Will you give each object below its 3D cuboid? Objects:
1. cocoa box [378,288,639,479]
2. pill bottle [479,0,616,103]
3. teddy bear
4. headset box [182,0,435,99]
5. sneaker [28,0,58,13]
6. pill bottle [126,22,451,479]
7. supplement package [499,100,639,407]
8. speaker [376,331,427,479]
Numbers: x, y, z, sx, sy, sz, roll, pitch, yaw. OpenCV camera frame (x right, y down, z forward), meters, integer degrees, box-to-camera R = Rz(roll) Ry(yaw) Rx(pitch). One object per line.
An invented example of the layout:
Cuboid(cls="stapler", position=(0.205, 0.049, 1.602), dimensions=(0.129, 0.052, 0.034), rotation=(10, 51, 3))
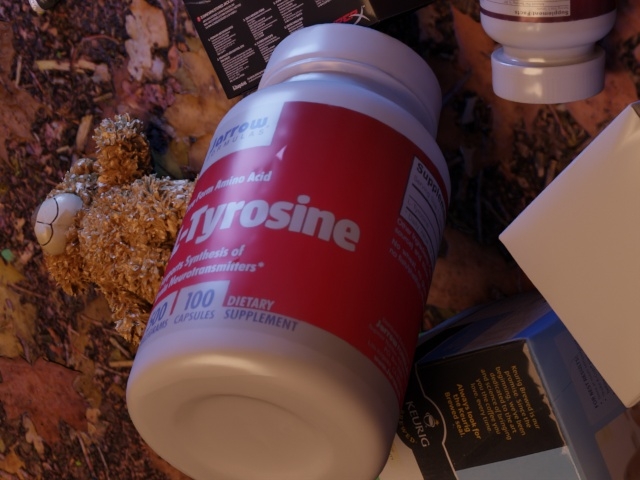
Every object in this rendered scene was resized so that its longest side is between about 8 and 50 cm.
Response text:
Cuboid(cls="cocoa box", position=(0.224, 0.229, 1.661), dimensions=(0.228, 0.231, 0.347), rotation=(-19, 95, 41))
Cuboid(cls="pill bottle", position=(0.199, -0.239, 1.566), dimensions=(0.121, 0.121, 0.221), rotation=(11, 114, 35))
Cuboid(cls="teddy bear", position=(-0.205, -0.005, 1.956), dimensions=(0.338, 0.113, 0.245), rotation=(30, 125, 37))
Cuboid(cls="headset box", position=(-0.049, -0.316, 1.739), dimensions=(0.218, 0.110, 0.293), rotation=(-24, 92, 41))
Cuboid(cls="sneaker", position=(-0.318, -0.300, 2.018), dimensions=(0.035, 0.031, 0.083), rotation=(-17, 101, 28))
Cuboid(cls="pill bottle", position=(-0.011, 0.009, 1.591), dimensions=(0.229, 0.408, 0.229), rotation=(10, 143, 8))
Cuboid(cls="supplement package", position=(0.322, -0.020, 1.435), dimensions=(0.175, 0.293, 0.177), rotation=(54, 131, 14))
Cuboid(cls="speaker", position=(0.124, 0.249, 1.818), dimensions=(0.131, 0.131, 0.297), rotation=(-18, 97, 41))
